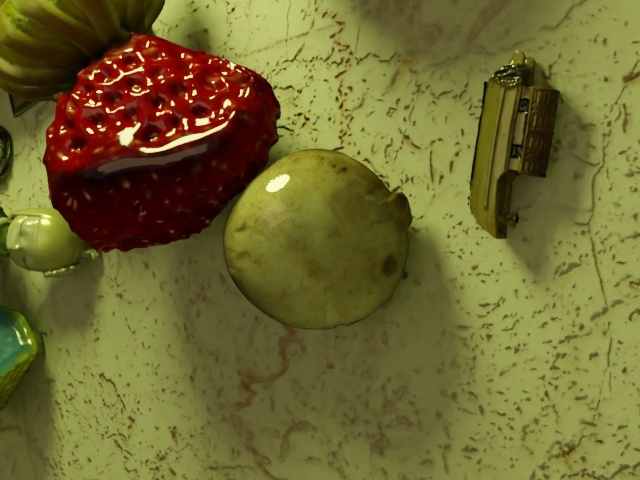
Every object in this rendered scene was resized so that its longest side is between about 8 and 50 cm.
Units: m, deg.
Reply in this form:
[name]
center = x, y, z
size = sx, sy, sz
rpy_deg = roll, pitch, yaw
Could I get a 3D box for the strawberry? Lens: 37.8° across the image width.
[strawberry]
center = -0.199, -0.136, 1.315
size = 0.345, 0.317, 0.295
rpy_deg = 1, 128, 32

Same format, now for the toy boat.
[toy boat]
center = 0.235, -0.113, 1.132
size = 0.088, 0.068, 0.225
rpy_deg = 11, 97, 29

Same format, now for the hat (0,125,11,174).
[hat]
center = -0.631, -0.163, 1.759
size = 0.121, 0.050, 0.121
rpy_deg = -2, 87, 37

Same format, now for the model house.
[model house]
center = -0.652, 0.233, 1.637
size = 0.237, 0.303, 0.215
rpy_deg = -50, 56, 37

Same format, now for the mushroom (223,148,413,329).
[mushroom]
center = 0.000, 0.000, 1.231
size = 0.255, 0.184, 0.254
rpy_deg = 0, 93, -2

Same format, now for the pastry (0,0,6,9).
[pastry]
center = -0.588, -0.452, 1.619
size = 0.356, 0.164, 0.356
rpy_deg = 9, 112, 24

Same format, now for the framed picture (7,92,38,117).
[framed picture]
center = -0.505, -0.345, 1.691
size = 0.231, 0.010, 0.173
rpy_deg = -22, 78, 34

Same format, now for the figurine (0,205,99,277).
[figurine]
center = -0.573, -0.015, 1.626
size = 0.394, 0.274, 0.226
rpy_deg = 1, 109, 7

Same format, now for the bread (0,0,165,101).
[bread]
center = -0.364, -0.326, 1.427
size = 0.333, 0.333, 0.160
rpy_deg = -40, 94, 29
